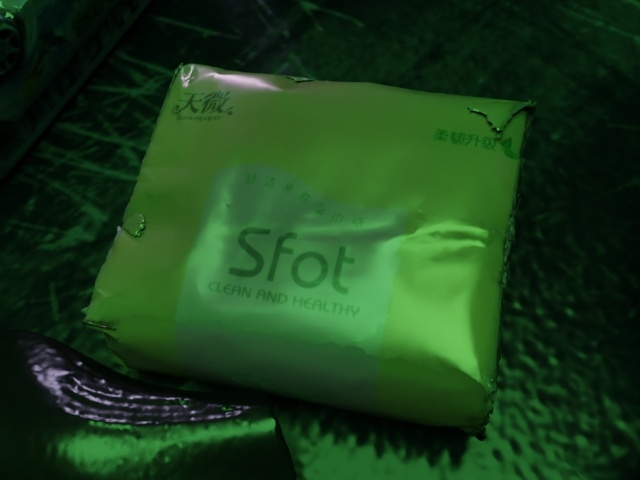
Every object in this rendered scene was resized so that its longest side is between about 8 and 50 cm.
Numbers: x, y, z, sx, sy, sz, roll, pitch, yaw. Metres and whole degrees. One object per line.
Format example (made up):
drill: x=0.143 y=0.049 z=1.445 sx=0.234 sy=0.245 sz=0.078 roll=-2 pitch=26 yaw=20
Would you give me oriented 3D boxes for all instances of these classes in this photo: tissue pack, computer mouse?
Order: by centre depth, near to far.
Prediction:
computer mouse: x=-0.131 y=0.146 z=0.434 sx=0.264 sy=0.088 sz=0.147 roll=11 pitch=96 yaw=6
tissue pack: x=0.000 y=0.000 z=0.495 sx=0.256 sy=0.123 sz=0.215 roll=8 pitch=67 yaw=16

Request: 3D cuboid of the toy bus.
toy bus: x=-0.224 y=-0.200 z=0.595 sx=0.109 sy=0.136 sz=0.330 roll=27 pitch=69 yaw=14
